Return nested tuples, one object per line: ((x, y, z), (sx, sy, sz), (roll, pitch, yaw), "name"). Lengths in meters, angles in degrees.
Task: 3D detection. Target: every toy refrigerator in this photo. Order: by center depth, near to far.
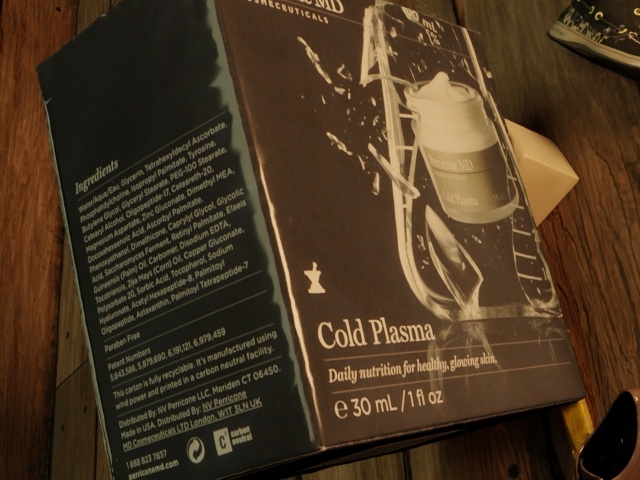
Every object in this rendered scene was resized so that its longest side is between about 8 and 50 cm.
((0.201, -0.025, 1.330), (0.269, 0.102, 0.094), (-53, 37, 28), "toy refrigerator")

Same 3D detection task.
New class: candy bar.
((0.291, 0.175, 1.176), (0.040, 0.018, 0.161), (-39, 45, 36), "candy bar")

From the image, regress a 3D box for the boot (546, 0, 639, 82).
((0.387, -0.283, 1.192), (0.179, 0.085, 0.236), (-62, 35, 10), "boot")

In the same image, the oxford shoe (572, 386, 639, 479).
((0.288, 0.270, 1.058), (0.097, 0.098, 0.271), (35, 104, 57), "oxford shoe")

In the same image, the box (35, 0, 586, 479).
((0.000, 0.000, 1.104), (0.297, 0.480, 0.472), (-26, 72, 37), "box")
